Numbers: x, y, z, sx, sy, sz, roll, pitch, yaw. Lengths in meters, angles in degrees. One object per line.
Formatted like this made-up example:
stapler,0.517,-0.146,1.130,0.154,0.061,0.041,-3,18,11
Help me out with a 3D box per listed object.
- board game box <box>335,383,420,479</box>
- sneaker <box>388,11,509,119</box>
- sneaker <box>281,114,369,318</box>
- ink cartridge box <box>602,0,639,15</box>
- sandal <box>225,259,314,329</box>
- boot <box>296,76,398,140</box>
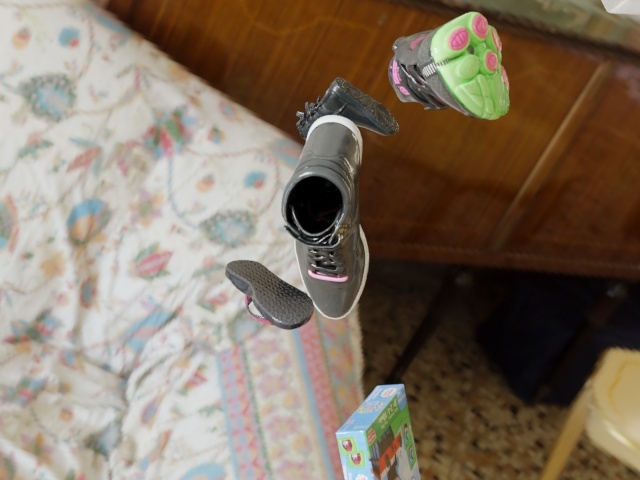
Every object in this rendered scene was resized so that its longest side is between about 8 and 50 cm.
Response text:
board game box,0.074,0.284,1.339,0.039,0.211,0.160,-6,10,20
sneaker,0.216,-0.283,2.090,0.202,0.185,0.483,-12,3,11
sneaker,0.000,0.000,1.569,0.105,0.295,0.147,7,31,12
ink cartridge box,0.398,-0.406,1.469,0.078,0.231,0.134,11,-17,34
sandal,-0.060,0.070,1.401,0.067,0.040,0.179,-1,19,-26
boot,0.033,-0.160,1.667,0.121,0.099,0.045,34,34,-14
